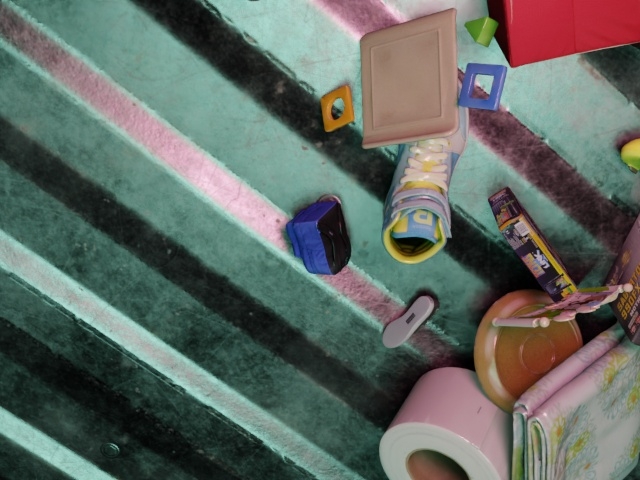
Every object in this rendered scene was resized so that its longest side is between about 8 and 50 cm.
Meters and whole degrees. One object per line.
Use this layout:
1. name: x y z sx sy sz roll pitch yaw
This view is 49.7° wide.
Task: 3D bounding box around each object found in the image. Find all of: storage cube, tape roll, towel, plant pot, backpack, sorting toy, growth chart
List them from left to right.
1. backpack: 0.000 0.000 1.256 0.101 0.098 0.120 -1 119 39
2. sorting toy: 0.141 -0.246 1.081 0.348 0.047 0.196 -2 86 43
3. tape roll: 0.256 0.390 1.325 0.246 0.169 0.246 18 128 24
4. plant pot: 0.393 0.207 1.272 0.236 0.032 0.236 1 86 -19
5. storage cube: 0.335 -0.382 0.981 0.184 0.215 0.193 -10 120 10
6. growth chart: 0.413 0.112 1.174 0.237 0.172 0.021 -15 88 -28
7. towel: 0.482 0.351 1.263 0.090 0.374 0.320 25 129 45

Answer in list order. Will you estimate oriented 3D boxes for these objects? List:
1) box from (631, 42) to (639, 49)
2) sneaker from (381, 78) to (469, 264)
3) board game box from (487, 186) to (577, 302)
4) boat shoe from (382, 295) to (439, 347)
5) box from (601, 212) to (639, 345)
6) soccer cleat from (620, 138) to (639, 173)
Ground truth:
1. box: 0.527 -0.361 0.970 0.168 0.203 0.167 -1 116 7
2. sneaker: 0.176 -0.105 1.124 0.127 0.208 0.319 8 115 3
3. board game box: 0.363 0.005 1.193 0.048 0.141 0.170 -36 107 17
4. boat shoe: 0.177 0.162 1.341 0.040 0.049 0.142 12 130 -43
5. box: 0.570 0.040 1.167 0.056 0.183 0.231 15 116 -3
6. soccer cleat: 0.645 -0.152 1.137 0.289 0.093 0.121 6 85 8
